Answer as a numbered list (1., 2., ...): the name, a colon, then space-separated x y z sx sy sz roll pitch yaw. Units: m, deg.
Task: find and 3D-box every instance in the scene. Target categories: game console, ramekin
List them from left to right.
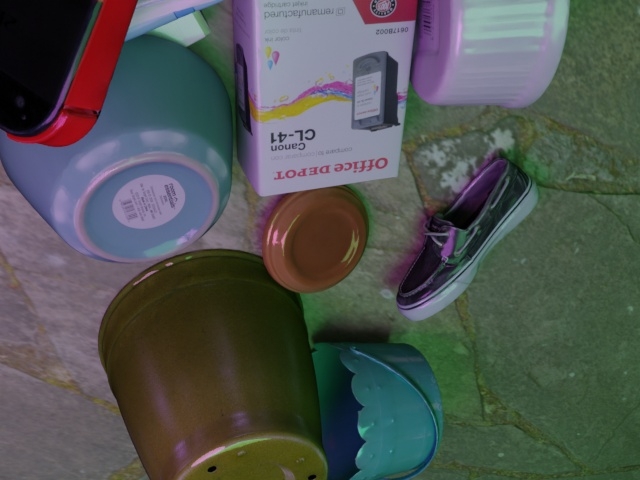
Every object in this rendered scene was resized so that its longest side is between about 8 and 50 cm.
1. game console: -0.326 -0.310 0.646 0.341 0.387 0.060 -61 166 19
2. ramekin: 0.194 -0.305 0.878 0.135 0.277 0.277 -8 125 -8

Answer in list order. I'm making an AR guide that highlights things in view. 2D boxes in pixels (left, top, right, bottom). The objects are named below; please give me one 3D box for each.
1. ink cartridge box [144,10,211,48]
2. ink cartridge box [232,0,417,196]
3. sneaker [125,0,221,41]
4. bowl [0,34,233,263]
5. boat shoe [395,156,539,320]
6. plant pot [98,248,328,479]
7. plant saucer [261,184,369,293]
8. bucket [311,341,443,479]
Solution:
1. ink cartridge box: -0.279 -0.279 0.840 0.235 0.056 0.171 -29 128 1
2. ink cartridge box: 0.001 -0.233 0.936 0.226 0.131 0.306 -9 124 -16
3. sneaker: -0.189 -0.348 0.718 0.319 0.127 0.208 -27 129 -4
4. bowl: -0.240 -0.087 0.877 0.312 0.163 0.311 -17 142 -14
5. boat shoe: 0.236 -0.010 1.205 0.119 0.121 0.335 39 92 -29
6. plant pot: -0.153 0.262 1.073 0.367 0.353 0.366 -10 126 -14
7. plant saucer: 0.000 0.000 1.123 0.200 0.037 0.199 -12 115 -26
8. bucket: 0.090 0.320 1.274 0.183 0.281 0.281 -2 123 -24
